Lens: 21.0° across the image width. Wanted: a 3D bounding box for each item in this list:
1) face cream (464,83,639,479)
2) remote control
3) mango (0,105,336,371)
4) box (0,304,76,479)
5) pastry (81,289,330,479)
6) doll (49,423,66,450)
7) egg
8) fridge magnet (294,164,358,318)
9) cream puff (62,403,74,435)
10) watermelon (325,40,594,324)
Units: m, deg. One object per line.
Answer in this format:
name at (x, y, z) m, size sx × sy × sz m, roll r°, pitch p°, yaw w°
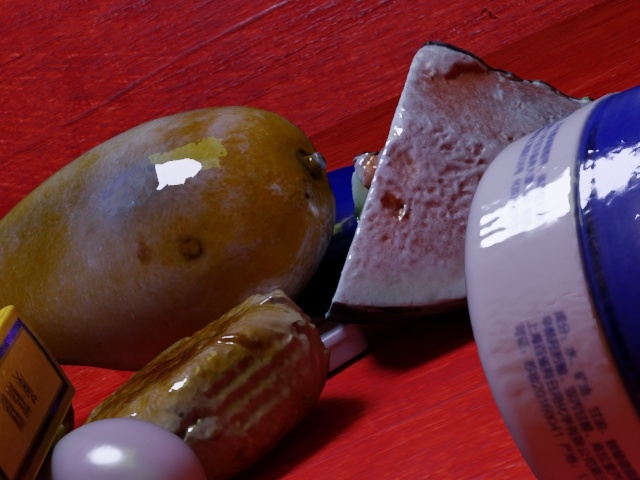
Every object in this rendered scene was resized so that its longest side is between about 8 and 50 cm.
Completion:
face cream at (0.156, 0.035, 0.767) m, size 0.111 × 0.206 × 0.206 m, roll -24°, pitch 9°, yaw 36°
remote control at (-0.053, 0.101, 1.493) m, size 0.103 × 0.034 × 0.250 m, roll -30°, pitch 10°, yaw -24°
mango at (-0.152, 0.011, 1.497) m, size 0.384 × 0.199 × 0.221 m, roll -22°, pitch 54°, yaw 24°
box at (-0.317, 0.178, 1.129) m, size 0.301 × 0.084 × 0.193 m, roll -32°, pitch 15°, yaw 13°
pastry at (-0.087, 0.124, 1.266) m, size 0.192 × 0.093 × 0.182 m, roll -41°, pitch 11°, yaw -31°
doll at (-0.217, 0.195, 1.288) m, size 0.137 × 0.097 × 0.209 m, roll -62°, pitch 17°, yaw 3°
egg at (-0.128, 0.166, 1.115) m, size 0.135 × 0.103 × 0.103 m, roll -9°, pitch 18°, yaw 47°
fridge magnet at (0.000, 0.000, 1.668) m, size 0.265 × 0.112 × 0.265 m, roll -25°, pitch 8°, yaw 4°
cream puff at (-0.281, 0.170, 1.472) m, size 0.150 × 0.115 × 0.165 m, roll -12°, pitch 6°, yaw 33°
watermelon at (0.080, -0.041, 1.375) m, size 0.320 × 0.213 × 0.289 m, roll 2°, pitch 29°, yaw 47°
